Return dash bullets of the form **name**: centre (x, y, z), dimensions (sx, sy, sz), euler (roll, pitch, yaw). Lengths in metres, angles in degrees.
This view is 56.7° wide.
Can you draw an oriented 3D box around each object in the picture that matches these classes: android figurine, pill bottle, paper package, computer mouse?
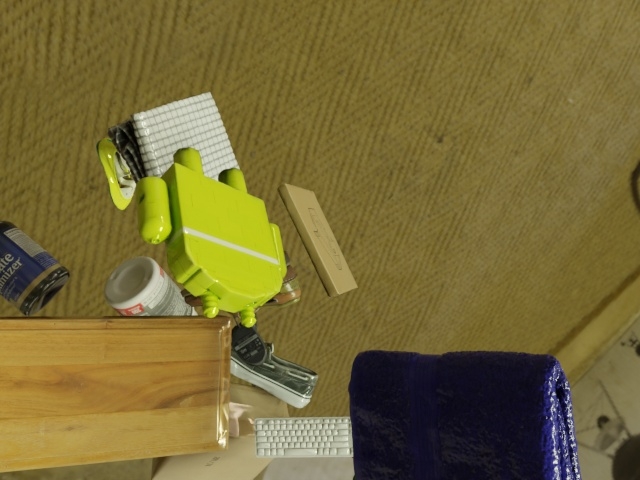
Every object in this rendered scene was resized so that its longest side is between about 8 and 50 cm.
- **android figurine**: centre (-0.142, -0.006, 0.836), dimensions (0.056, 0.273, 0.248), euler (-37, 142, 29)
- **pill bottle**: centre (-0.631, 0.039, 1.195), dimensions (0.219, 0.123, 0.123), euler (40, 98, -3)
- **paper package**: centre (-0.284, 0.551, 1.671), dimensions (0.309, 0.168, 0.325), euler (17, 129, -27)
- **computer mouse**: centre (-0.204, 0.193, 1.419), dimensions (0.071, 0.041, 0.242), euler (-29, 89, -10)
- **pill bottle**: centre (-0.450, 0.187, 1.637), dimensions (0.161, 0.161, 0.283), euler (-33, 136, -5)

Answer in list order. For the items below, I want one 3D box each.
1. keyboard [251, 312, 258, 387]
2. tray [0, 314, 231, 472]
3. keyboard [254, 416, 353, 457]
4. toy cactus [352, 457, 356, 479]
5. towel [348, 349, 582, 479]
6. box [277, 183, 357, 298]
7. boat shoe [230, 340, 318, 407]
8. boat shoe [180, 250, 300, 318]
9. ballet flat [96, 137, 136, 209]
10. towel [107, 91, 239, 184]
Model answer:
- **keyboard**: centre (-0.246, 0.420, 2.214), dimensions (0.033, 0.318, 0.202), euler (1, 151, -10)
- **tray**: centre (-0.338, 0.213, 0.857), dimensions (0.410, 0.076, 0.203), euler (3, 85, -25)
- **keyboard**: centre (0.008, 0.355, 1.073), dimensions (0.255, 0.014, 0.072), euler (-2, 85, 4)
- **toy cactus**: centre (0.117, 0.502, 1.344), dimensions (0.112, 0.180, 0.219), euler (46, 72, -35)
- **towel**: centre (0.167, 0.258, 0.764), dimensions (0.076, 0.308, 0.228), euler (-4, 86, -48)
- **box**: centre (0.000, 0.000, 1.032), dimensions (0.021, 0.201, 0.164), euler (-28, 173, 14)
- **boat shoe**: centre (-0.161, 0.334, 1.647), dimensions (0.335, 0.121, 0.119), euler (28, 92, -3)
- **boat shoe**: centre (-0.171, 0.111, 1.205), dimensions (0.110, 0.307, 0.105), euler (-30, 100, -47)
- **ballet flat**: centre (-0.549, -0.176, 1.634), dimensions (0.077, 0.077, 0.231), euler (6, 131, 12)
- **towel**: centre (-0.325, -0.195, 1.350), dimensions (0.283, 0.121, 0.235), euler (-41, 120, -53)
